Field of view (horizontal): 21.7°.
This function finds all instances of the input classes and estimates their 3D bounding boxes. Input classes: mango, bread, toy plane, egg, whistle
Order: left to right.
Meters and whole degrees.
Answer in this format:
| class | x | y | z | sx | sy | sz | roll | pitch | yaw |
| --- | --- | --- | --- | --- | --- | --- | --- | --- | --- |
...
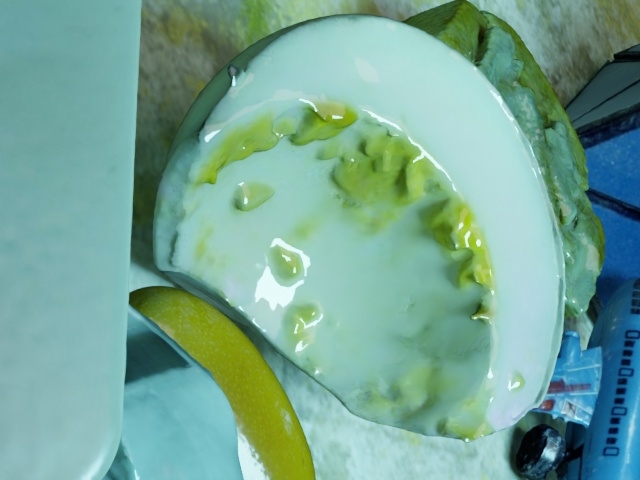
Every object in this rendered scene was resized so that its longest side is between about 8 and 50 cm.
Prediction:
| class | x | y | z | sx | sy | sz | roll | pitch | yaw |
| --- | --- | --- | --- | --- | --- | --- | --- | --- | --- |
| whistle | -0.135 | 0.108 | 0.818 | 0.289 | 0.163 | 0.163 | 38 | 32 | 20 |
| mango | -0.065 | 0.101 | 0.928 | 0.184 | 0.085 | 0.102 | 61 | 40 | -20 |
| egg | 0.012 | -0.010 | 1.010 | 0.271 | 0.161 | 0.206 | 42 | 58 | -20 |
| bread | 0.098 | -0.051 | 1.177 | 0.186 | 0.124 | 0.257 | 13 | 63 | -48 |
| toy plane | 0.215 | 0.138 | 1.239 | 0.254 | 0.105 | 0.271 | 30 | 41 | -15 |

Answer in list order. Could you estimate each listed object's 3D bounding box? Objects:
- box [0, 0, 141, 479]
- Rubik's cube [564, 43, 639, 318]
| class | x | y | z | sx | sy | sz | roll | pitch | yaw |
| --- | --- | --- | --- | --- | --- | --- | --- | --- | --- |
| box | -0.258 | -0.072 | 0.681 | 0.373 | 0.090 | 0.367 | 11 | 66 | -25 |
| Rubik's cube | 0.354 | -0.049 | 1.391 | 0.255 | 0.260 | 0.259 | -42 | 110 | -53 |
